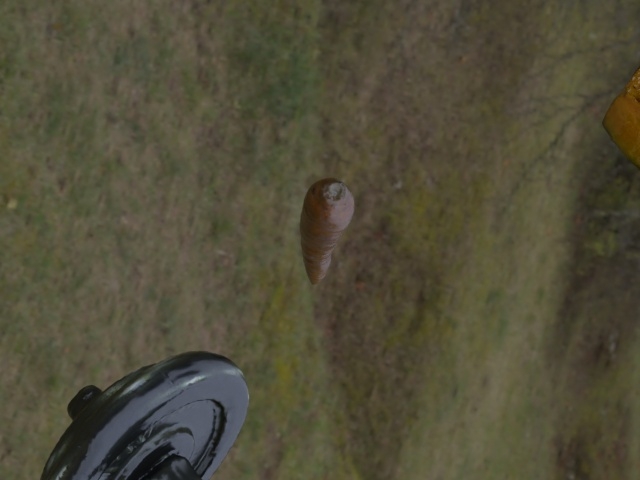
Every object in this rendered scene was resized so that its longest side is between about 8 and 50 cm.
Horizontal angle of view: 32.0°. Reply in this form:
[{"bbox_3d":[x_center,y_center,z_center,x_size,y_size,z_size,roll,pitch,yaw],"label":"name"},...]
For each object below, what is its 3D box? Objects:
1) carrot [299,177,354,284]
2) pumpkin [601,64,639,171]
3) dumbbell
[{"bbox_3d":[0.000,0.000,1.091,0.216,0.048,0.048,103,13,-65],"label":"carrot"},{"bbox_3d":[0.296,-0.144,0.740,0.126,0.131,0.248,-25,152,-32],"label":"pumpkin"},{"bbox_3d":[-0.077,0.201,0.772,0.192,0.290,0.192,-40,154,-23],"label":"dumbbell"}]
